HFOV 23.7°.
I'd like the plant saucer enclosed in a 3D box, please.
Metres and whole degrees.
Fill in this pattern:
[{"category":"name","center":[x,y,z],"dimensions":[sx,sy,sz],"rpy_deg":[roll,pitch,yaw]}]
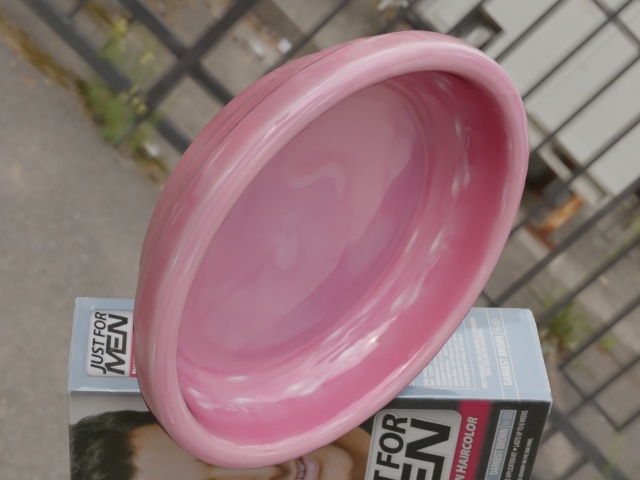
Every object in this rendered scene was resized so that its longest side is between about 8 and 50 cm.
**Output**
[{"category":"plant saucer","center":[0.000,0.000,1.040],"dimensions":[0.084,0.332,0.332],"rpy_deg":[39,10,35]}]

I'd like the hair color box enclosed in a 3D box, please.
[{"category":"hair color box","center":[-0.016,0.152,1.254],"dimensions":[0.374,0.185,0.113],"rpy_deg":[2,40,-5]}]
